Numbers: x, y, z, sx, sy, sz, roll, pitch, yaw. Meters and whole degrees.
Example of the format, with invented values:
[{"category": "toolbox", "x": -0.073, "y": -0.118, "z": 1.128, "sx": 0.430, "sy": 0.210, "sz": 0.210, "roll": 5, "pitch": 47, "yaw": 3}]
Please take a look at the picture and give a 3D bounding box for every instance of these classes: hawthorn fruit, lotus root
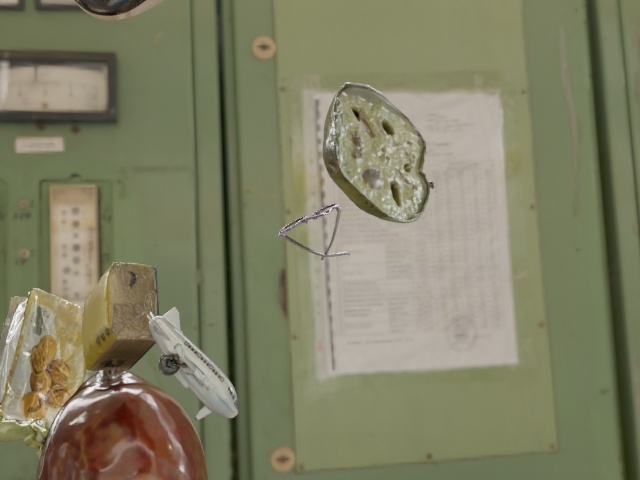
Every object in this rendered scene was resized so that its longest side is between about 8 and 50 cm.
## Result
[{"category": "hawthorn fruit", "x": -0.351, "y": 0.393, "z": 1.378, "sx": 0.308, "sy": 0.325, "sz": 0.308, "roll": -34, "pitch": -22, "yaw": -15}, {"category": "lotus root", "x": 0.066, "y": -0.112, "z": 1.109, "sx": 0.203, "sy": 0.183, "sz": 0.078, "roll": 43, "pitch": -41, "yaw": -22}]

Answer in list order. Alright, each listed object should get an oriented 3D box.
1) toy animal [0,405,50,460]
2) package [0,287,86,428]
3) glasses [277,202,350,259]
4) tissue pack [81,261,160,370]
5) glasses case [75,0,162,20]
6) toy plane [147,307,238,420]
[{"category": "toy animal", "x": -0.585, "y": 0.369, "z": 1.560, "sx": 0.181, "sy": 0.073, "sz": 0.136, "roll": 9, "pitch": 8, "yaw": -15}, {"category": "package", "x": -0.676, "y": 0.290, "z": 1.868, "sx": 0.165, "sy": 0.311, "sz": 0.221, "roll": -6, "pitch": -25, "yaw": 32}, {"category": "glasses", "x": 0.000, "y": 0.000, "z": 1.449, "sx": 0.140, "sy": 0.104, "sz": 0.062, "roll": -21, "pitch": 13, "yaw": 30}, {"category": "tissue pack", "x": -0.300, "y": 0.116, "z": 1.186, "sx": 0.082, "sy": 0.120, "sz": 0.169, "roll": 4, "pitch": -25, "yaw": -29}, {"category": "glasses case", "x": -0.186, "y": -0.393, "z": 1.026, "sx": 0.314, "sy": 0.122, "sz": 0.075, "roll": -40, "pitch": -17, "yaw": -14}, {"category": "toy plane", "x": -0.167, "y": 0.161, "z": 1.021, "sx": 0.065, "sy": 0.171, "sz": 0.162, "roll": -32, "pitch": 4, "yaw": -9}]
